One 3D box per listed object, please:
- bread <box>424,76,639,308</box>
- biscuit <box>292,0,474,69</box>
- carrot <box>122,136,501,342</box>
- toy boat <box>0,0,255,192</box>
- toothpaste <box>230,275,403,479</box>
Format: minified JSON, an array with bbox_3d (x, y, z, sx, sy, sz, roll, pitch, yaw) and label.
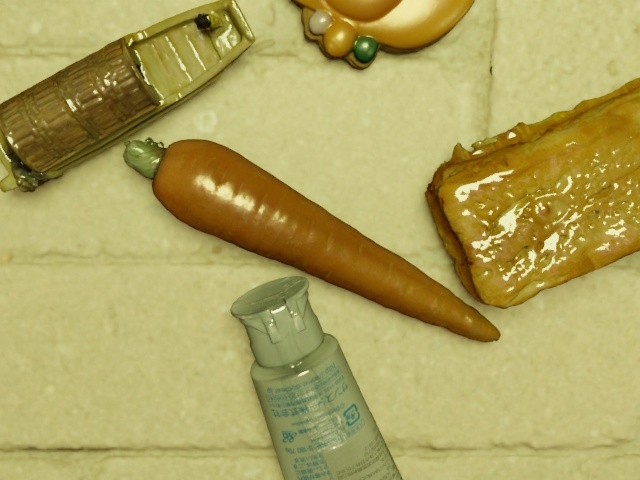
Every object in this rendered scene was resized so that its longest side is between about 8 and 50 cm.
[{"bbox_3d":[0.221,-0.052,0.582,0.271,0.077,0.139,-24,95,1],"label":"bread"},{"bbox_3d":[0.040,-0.213,0.565,0.170,0.050,0.170,0,99,-1],"label":"biscuit"},{"bbox_3d":[0.000,0.000,0.594,0.336,0.069,0.069,26,97,-9],"label":"carrot"},{"bbox_3d":[-0.154,-0.109,0.557,0.226,0.088,0.068,-28,98,4],"label":"toy boat"},{"bbox_3d":[0.009,0.176,0.622,0.114,0.073,0.299,-20,106,1],"label":"toothpaste"}]
